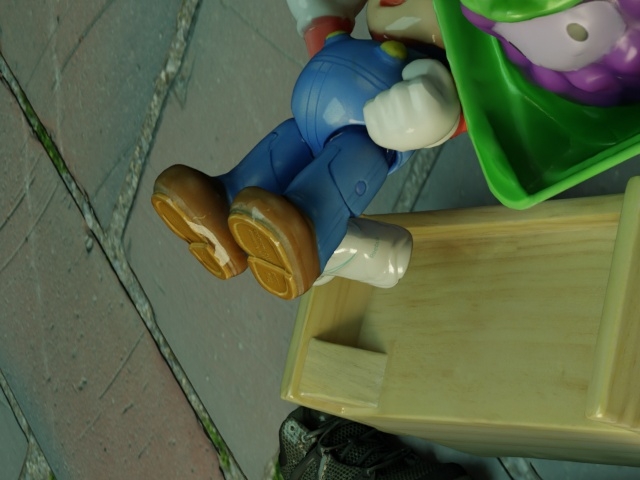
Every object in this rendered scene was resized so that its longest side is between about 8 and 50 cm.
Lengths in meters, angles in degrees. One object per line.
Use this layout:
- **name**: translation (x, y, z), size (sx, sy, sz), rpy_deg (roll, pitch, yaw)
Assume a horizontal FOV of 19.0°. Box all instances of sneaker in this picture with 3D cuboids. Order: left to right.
- **sneaker**: translation (0.000, 0.000, 1.299), size (0.152, 0.061, 0.054), rpy_deg (-2, 73, 59)
- **sneaker**: translation (0.032, 0.177, 1.497), size (0.227, 0.087, 0.130), rpy_deg (-25, 84, 62)

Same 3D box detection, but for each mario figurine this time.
- **mario figurine**: translation (0.024, -0.123, 1.228), size (0.198, 0.320, 0.170), rpy_deg (35, 154, 17)

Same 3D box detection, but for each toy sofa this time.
- **toy sofa**: translation (0.147, 0.059, 1.262), size (0.362, 0.177, 0.150), rpy_deg (-5, 70, 57)

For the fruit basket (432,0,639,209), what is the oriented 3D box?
- **fruit basket**: translation (0.138, -0.189, 0.976), size (0.392, 0.392, 0.283), rpy_deg (-29, 75, 56)
